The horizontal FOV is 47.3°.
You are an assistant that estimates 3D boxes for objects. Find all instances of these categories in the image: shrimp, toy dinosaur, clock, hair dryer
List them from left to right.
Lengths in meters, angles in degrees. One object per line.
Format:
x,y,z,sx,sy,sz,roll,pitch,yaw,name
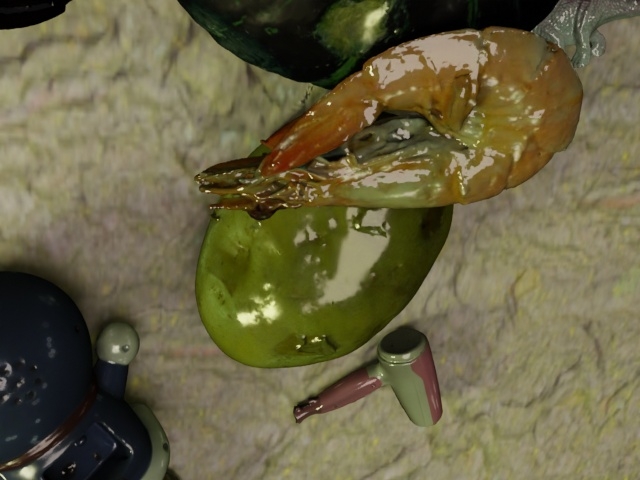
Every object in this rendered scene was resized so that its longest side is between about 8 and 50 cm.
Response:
-0.241,0.136,0.621,0.199,0.146,0.243,-43,119,-21,clock
0.045,0.157,0.757,0.154,0.054,0.106,-15,118,3,hair dryer
0.043,-0.068,0.490,0.266,0.061,0.145,-10,144,8,shrimp
0.240,-0.199,0.659,0.208,0.039,0.082,-17,112,-7,toy dinosaur

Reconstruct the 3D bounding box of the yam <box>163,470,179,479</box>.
-0.220,0.297,0.714,0.183,0.107,0.107,-28,115,-4,yam

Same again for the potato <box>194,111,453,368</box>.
0.000,0.000,0.625,0.253,0.148,0.186,-39,87,9,potato

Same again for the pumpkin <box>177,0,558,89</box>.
0.043,-0.243,0.489,0.315,0.238,0.316,-4,107,-14,pumpkin

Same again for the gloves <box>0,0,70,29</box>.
-0.210,-0.197,0.464,0.164,0.203,0.124,-27,113,-3,gloves
